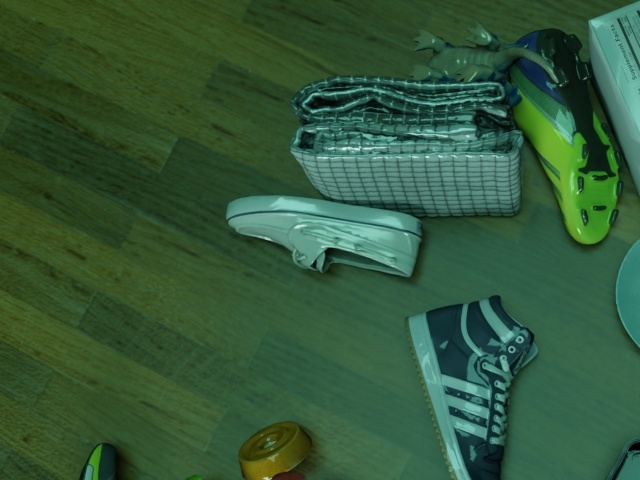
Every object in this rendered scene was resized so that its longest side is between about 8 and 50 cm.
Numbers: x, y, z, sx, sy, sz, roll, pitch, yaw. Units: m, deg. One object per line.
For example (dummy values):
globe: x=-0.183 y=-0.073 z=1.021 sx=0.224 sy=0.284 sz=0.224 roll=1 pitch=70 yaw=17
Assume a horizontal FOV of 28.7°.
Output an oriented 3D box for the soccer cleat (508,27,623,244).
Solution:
soccer cleat: x=0.314 y=-0.134 z=1.648 sx=0.093 sy=0.121 sz=0.289 roll=-12 pitch=87 yaw=-35

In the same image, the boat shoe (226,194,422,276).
boat shoe: x=0.000 y=0.000 z=1.673 sx=0.267 sy=0.096 sz=0.088 roll=8 pitch=75 yaw=5

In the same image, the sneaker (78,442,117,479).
sneaker: x=-0.255 y=0.410 z=1.635 sx=0.121 sy=0.111 sz=0.300 roll=-3 pitch=66 yaw=-21

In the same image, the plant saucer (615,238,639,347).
plant saucer: x=0.473 y=0.070 z=1.585 sx=0.195 sy=0.037 sz=0.195 roll=-3 pitch=78 yaw=12

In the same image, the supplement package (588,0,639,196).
supplement package: x=0.492 y=-0.203 z=1.556 sx=0.262 sy=0.199 sz=0.198 roll=-21 pitch=74 yaw=6

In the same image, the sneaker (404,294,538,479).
sneaker: x=0.217 y=0.204 z=1.576 sx=0.153 sy=0.099 sz=0.282 roll=-20 pitch=72 yaw=9

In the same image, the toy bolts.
toy bolts: x=-0.051 y=0.357 z=1.571 sx=0.218 sy=0.228 sz=0.158 roll=-35 pitch=110 yaw=-27

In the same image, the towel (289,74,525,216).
towel: x=0.120 y=-0.123 z=1.600 sx=0.283 sy=0.235 sz=0.121 roll=0 pitch=72 yaw=11

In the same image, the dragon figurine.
dragon figurine: x=0.213 y=-0.219 z=1.607 sx=0.289 sy=0.144 sz=0.085 roll=0 pitch=81 yaw=44

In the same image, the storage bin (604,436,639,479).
storage bin: x=0.428 y=0.331 z=1.513 sx=0.180 sy=0.084 sz=0.122 roll=30 pitch=85 yaw=17
